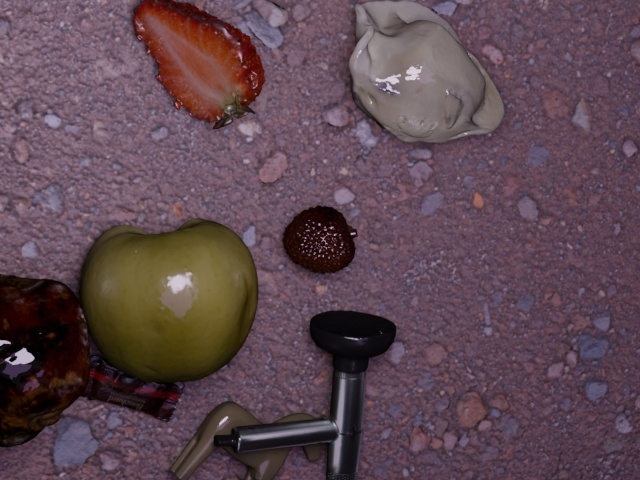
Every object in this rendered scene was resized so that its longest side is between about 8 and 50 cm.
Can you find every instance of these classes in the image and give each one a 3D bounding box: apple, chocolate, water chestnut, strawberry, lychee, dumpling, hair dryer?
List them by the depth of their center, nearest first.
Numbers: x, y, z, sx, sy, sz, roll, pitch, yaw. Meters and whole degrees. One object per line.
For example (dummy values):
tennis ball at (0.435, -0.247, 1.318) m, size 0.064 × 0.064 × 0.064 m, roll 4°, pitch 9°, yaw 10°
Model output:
water chestnut at (-0.501, 0.178, 1.675) m, size 0.289 × 0.244 × 0.289 m, roll 2°, pitch 128°, yaw 3°
apple at (-0.241, 0.103, 1.744) m, size 0.295 × 0.233 × 0.258 m, roll -5°, pitch 100°, yaw -17°
strawberry at (-0.184, -0.309, 1.751) m, size 0.175 × 0.107 × 0.236 m, roll -14°, pitch 109°, yaw 23°
dumpling at (0.168, -0.298, 1.857) m, size 0.318 × 0.187 × 0.243 m, roll 18°, pitch 56°, yaw -29°
chocolate at (-0.332, 0.259, 1.858) m, size 0.182 × 0.028 × 0.086 m, roll 22°, pitch 97°, yaw -23°
lychee at (-0.001, -0.002, 1.867) m, size 0.129 × 0.123 × 0.123 m, roll 1°, pitch 104°, yaw 18°
hair dryer at (-0.017, 0.288, 1.871) m, size 0.284 × 0.155 × 0.320 m, roll 5°, pitch 100°, yaw -41°

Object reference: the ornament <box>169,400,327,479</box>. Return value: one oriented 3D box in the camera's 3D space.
ornament at (-0.115, 0.379, 1.938) m, size 0.230 × 0.061 × 0.245 m, roll 41°, pitch 81°, yaw -23°
